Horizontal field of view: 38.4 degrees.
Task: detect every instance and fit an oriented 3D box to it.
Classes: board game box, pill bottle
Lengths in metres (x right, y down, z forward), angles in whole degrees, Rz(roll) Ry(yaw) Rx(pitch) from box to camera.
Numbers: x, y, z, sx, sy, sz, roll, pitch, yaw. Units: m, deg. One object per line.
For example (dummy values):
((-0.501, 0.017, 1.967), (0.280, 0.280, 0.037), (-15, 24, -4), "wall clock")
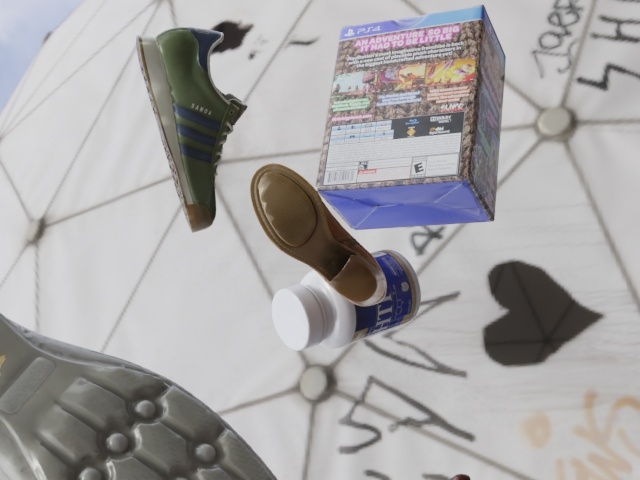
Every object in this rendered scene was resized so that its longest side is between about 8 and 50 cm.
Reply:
((0.142, -0.180, 1.382), (0.141, 0.232, 0.291), (45, -131, -55), "board game box")
((0.033, 0.084, 1.242), (0.186, 0.112, 0.112), (-15, -89, -35), "pill bottle")

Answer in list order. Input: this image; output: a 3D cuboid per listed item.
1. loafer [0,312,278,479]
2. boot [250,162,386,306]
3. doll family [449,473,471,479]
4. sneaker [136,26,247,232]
((-0.151, 0.114, 0.492), (0.319, 0.111, 0.112), (30, -135, 10), "loafer")
((0.000, 0.000, 1.061), (0.197, 0.073, 0.152), (51, -175, 6), "boot")
((0.163, 0.314, 0.913), (0.111, 0.076, 0.193), (-102, 14, -55), "doll family")
((-0.106, -0.105, 0.857), (0.086, 0.064, 0.192), (-17, -68, -11), "sneaker")
